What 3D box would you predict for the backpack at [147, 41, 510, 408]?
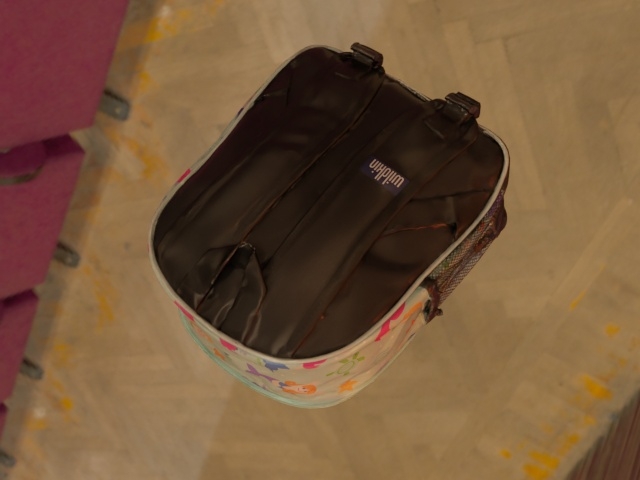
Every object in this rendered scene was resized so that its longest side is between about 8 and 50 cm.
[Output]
[{"bbox_3d":[0.000,0.000,0.743,0.225,0.253,0.191,33,155,20],"label":"backpack"}]
